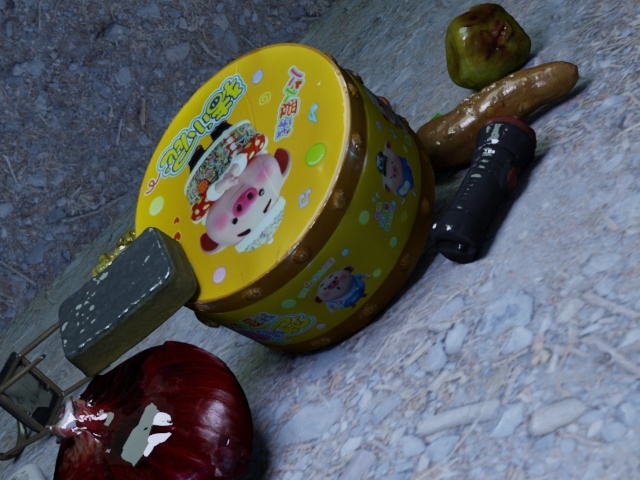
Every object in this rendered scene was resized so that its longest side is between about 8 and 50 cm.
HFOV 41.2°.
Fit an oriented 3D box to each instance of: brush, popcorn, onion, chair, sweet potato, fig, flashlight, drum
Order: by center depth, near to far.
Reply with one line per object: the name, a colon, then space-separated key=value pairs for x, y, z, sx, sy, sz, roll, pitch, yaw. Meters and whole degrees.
onion: x=-0.225 y=0.266 z=1.079 sx=0.314 sy=0.232 sz=0.314 roll=-30 pitch=38 yaw=27
brush: x=-0.264 y=0.079 z=1.142 sx=0.197 sy=0.059 sz=0.123 roll=-40 pitch=40 yaw=5
flashlight: x=0.226 y=-0.071 z=1.169 sx=0.093 sy=0.093 sz=0.232 roll=-20 pitch=32 yaw=49
drum: x=-0.058 y=-0.064 z=1.250 sx=0.431 sy=0.214 sz=0.431 roll=-21 pitch=55 yaw=33
sweet potato: x=0.245 y=-0.181 z=1.355 sx=0.354 sy=0.095 sz=0.106 roll=-33 pitch=-16 yaw=38
fig: x=0.293 y=-0.348 z=1.562 sx=0.154 sy=0.144 sz=0.166 roll=-15 pitch=-26 yaw=-38
chair: x=-0.624 y=0.332 z=1.841 sx=0.272 sy=0.166 sz=0.188 roll=-38 pitch=19 yaw=12
popcorn: x=-0.428 y=0.075 z=1.983 sx=0.169 sy=0.189 sz=0.218 roll=-20 pitch=30 yaw=43

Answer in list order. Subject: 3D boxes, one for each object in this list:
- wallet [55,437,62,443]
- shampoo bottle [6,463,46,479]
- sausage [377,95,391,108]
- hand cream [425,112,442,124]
wallet: x=-0.472 y=0.357 z=1.703 sx=0.129 sy=0.026 sz=0.088 roll=-30 pitch=26 yaw=30
shampoo bottle: x=-0.534 y=0.472 z=1.531 sx=0.108 sy=0.051 sz=0.221 roll=-47 pitch=19 yaw=-17
sausage: x=0.117 y=-0.279 z=1.884 sx=0.094 sy=0.054 sz=0.059 roll=-30 pitch=-14 yaw=35
hand cream: x=0.126 y=-0.117 z=1.513 sx=0.275 sy=0.079 sz=0.050 roll=-44 pitch=53 yaw=-1
